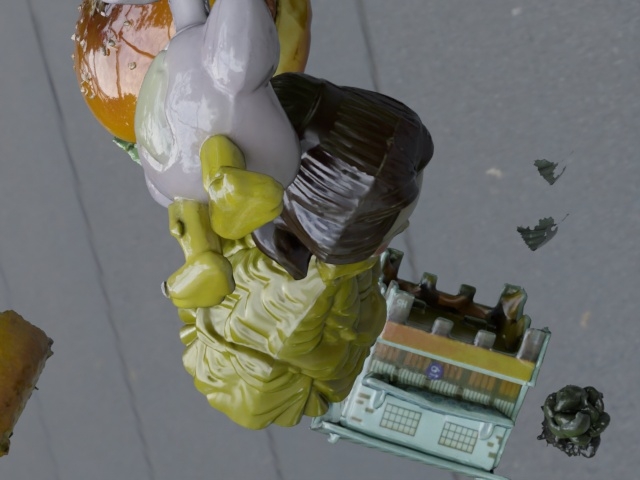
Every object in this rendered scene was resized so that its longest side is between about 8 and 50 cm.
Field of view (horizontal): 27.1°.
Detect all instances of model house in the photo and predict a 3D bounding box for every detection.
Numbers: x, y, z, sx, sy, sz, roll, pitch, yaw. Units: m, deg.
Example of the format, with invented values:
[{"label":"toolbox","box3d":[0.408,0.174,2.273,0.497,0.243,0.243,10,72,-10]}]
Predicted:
[{"label":"model house","box3d":[0.123,0.148,1.493,0.198,0.224,0.215,-99,26,-77]}]

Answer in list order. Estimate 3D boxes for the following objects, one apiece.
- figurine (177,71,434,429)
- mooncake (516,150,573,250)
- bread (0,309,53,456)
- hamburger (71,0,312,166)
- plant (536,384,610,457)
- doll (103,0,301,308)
[{"label":"figurine","box3d":[0.004,0.002,0.950,0.168,0.187,0.315,49,154,9]},{"label":"mooncake","box3d":[0.267,-0.095,1.036,0.057,0.346,0.150,51,163,12]},{"label":"bread","box3d":[-0.455,0.226,1.532,0.340,0.194,0.179,-56,16,24]},{"label":"hamburger","box3d":[-0.135,-0.186,1.230,0.246,0.170,0.246,-26,53,40]},{"label":"plant","box3d":[0.272,0.191,1.420,0.085,0.087,0.174,63,-178,18]},{"label":"doll","box3d":[-0.087,-0.142,0.800,0.160,0.094,0.365,-56,46,49]}]
